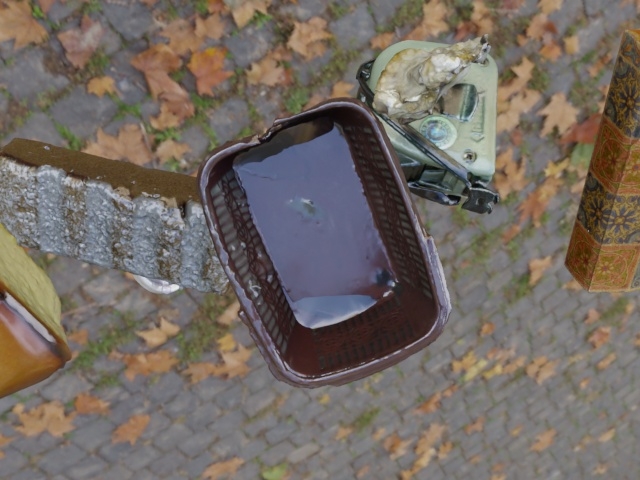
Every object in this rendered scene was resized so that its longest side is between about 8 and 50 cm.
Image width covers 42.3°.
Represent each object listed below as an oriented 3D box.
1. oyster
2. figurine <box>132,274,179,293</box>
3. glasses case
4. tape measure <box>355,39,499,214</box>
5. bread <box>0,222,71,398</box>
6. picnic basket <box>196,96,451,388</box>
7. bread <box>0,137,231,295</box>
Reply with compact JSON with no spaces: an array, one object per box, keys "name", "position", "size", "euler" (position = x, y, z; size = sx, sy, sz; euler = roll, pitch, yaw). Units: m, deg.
[{"name":"oyster","position":[0.131,-0.199,0.958],"size":[0.163,0.191,0.081],"euler":[-39,99,-8]},{"name":"figurine","position":[-0.326,0.001,1.658],"size":[0.141,0.236,0.162],"euler":[-21,158,38]},{"name":"glasses case","position":[0.248,-0.054,0.624],"size":[0.075,0.049,0.218],"euler":[-11,132,-13]},{"name":"tape measure","position":[0.146,-0.163,1.150],"size":[0.207,0.235,0.115],"euler":[8,157,-4]},{"name":"bread","position":[-0.433,0.057,0.701],"size":[0.333,0.143,0.323],"euler":[-31,130,2]},{"name":"picnic basket","position":[0.000,0.000,0.915],"size":[0.222,0.129,0.297],"euler":[-22,104,0]},{"name":"bread","position":[-0.315,-0.039,1.302],"size":[0.417,0.113,0.165],"euler":[13,120,8]}]
